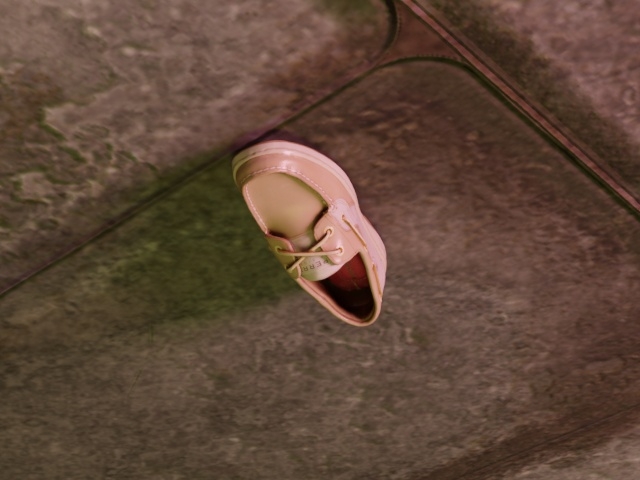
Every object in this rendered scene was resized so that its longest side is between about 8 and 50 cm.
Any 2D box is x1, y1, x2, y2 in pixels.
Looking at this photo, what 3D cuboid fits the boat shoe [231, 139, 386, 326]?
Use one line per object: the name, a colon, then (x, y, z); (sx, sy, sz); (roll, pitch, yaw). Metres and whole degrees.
boat shoe: (0.000, 0.000, 0.836); (0.063, 0.059, 0.170); (-21, 143, 20)
